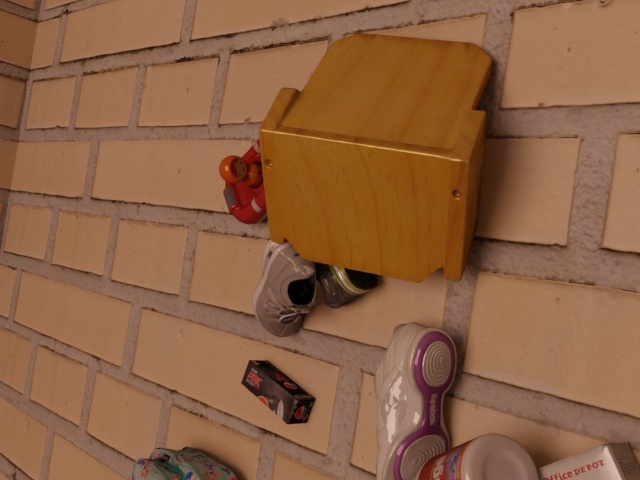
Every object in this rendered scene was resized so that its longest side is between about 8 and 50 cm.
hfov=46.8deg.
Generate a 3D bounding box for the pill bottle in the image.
[{"bbox_3d":[0.213,0.368,1.094,0.216,0.121,0.121,127,134,-55],"label":"pill bottle"}]

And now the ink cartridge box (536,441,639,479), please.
[{"bbox_3d":[0.387,0.377,1.002,0.127,0.072,0.175,-37,58,36],"label":"ink cartridge box"}]

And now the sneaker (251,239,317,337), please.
[{"bbox_3d":[-0.063,0.112,1.414,0.115,0.105,0.281,52,154,32],"label":"sneaker"}]

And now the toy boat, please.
[{"bbox_3d":[-0.148,-0.144,1.581,0.231,0.151,0.151,-42,56,33],"label":"toy boat"}]

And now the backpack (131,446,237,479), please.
[{"bbox_3d":[-0.292,0.571,1.583,0.254,0.191,0.225,8,88,41],"label":"backpack"}]

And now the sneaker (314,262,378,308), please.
[{"bbox_3d":[0.000,0.000,1.441,0.121,0.111,0.300,-48,51,34],"label":"sneaker"}]

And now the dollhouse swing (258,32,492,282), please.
[{"bbox_3d":[0.119,-0.156,1.293,0.347,0.305,0.315,10,126,20],"label":"dollhouse swing"}]

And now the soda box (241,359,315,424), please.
[{"bbox_3d":[-0.089,0.308,1.509,0.169,0.053,0.060,29,103,45],"label":"soda box"}]

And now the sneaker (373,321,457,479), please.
[{"bbox_3d":[0.149,0.287,1.258,0.152,0.114,0.305,16,95,65],"label":"sneaker"}]
